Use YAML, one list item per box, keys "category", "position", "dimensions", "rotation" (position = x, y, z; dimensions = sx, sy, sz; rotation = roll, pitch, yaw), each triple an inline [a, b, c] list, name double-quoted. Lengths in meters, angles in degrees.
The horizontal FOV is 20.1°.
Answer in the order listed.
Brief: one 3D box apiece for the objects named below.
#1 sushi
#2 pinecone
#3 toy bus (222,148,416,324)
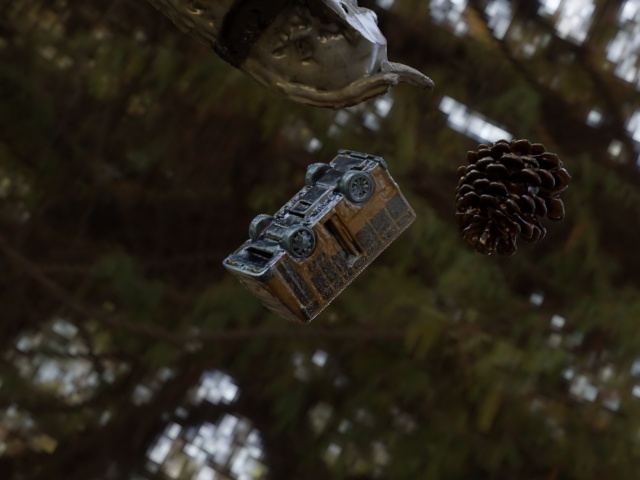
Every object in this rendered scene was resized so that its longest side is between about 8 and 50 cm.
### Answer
- category: "sushi"
  position: [-0.044, -0.177, 1.366]
  dimensions: [0.109, 0.134, 0.273]
  rotation: [-40, -68, 22]
- category: "pinecone"
  position: [0.154, -0.036, 1.528]
  dimensions: [0.102, 0.109, 0.102]
  rotation: [23, -50, 31]
- category: "toy bus"
  position: [0.000, 0.000, 1.841]
  dimensions: [0.091, 0.182, 0.103]
  rotation: [17, -34, 57]
